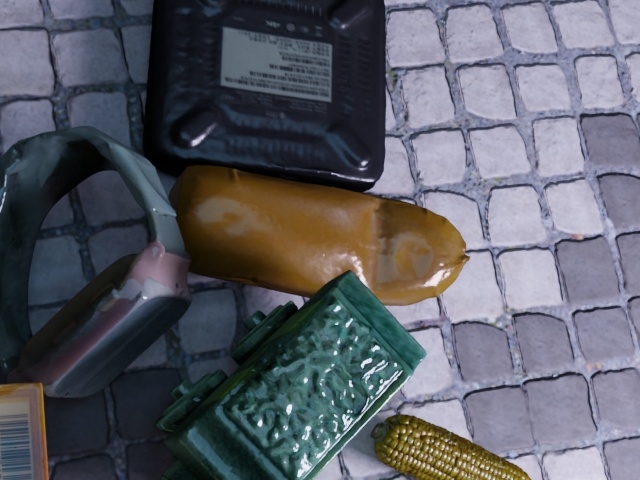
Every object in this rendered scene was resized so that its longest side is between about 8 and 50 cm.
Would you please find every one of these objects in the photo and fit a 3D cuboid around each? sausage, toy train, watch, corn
[{"bbox_3d":[-0.001,0.002,1.524,0.353,0.116,0.134,12,68,-16],"label":"sausage"},{"bbox_3d":[-0.042,0.166,1.397,0.167,0.238,0.299,47,68,-3],"label":"toy train"},{"bbox_3d":[-0.268,0.012,1.402,0.253,0.162,0.241,-42,78,3],"label":"watch"},{"bbox_3d":[0.151,0.256,1.521,0.207,0.068,0.068,24,69,-10],"label":"corn"}]

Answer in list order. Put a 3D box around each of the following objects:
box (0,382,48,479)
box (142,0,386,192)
[{"bbox_3d":[-0.310,0.291,1.309,0.076,0.174,0.274,-2,74,-17],"label":"box"},{"bbox_3d":[-0.060,-0.202,1.588,0.289,0.073,0.289,7,72,-15],"label":"box"}]
